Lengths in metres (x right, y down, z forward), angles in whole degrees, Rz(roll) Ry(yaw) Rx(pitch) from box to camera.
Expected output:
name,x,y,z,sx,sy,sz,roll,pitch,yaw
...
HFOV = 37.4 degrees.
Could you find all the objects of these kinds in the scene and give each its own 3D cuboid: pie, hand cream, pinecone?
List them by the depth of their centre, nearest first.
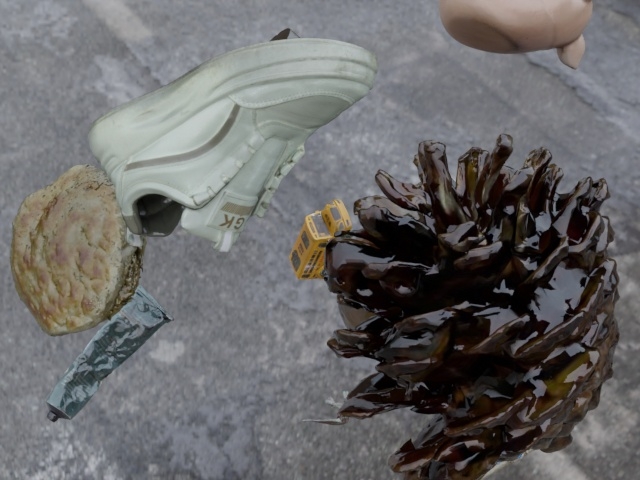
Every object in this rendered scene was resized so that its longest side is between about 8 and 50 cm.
name,x,y,z,sx,sy,sz,roll,pitch,yaw
pinecone,0.124,0.056,0.790,0.242,0.296,0.298,-5,14,15
pie,-0.263,0.010,1.027,0.163,0.079,0.193,-3,71,16
hand cream,-0.339,0.187,1.493,0.248,0.075,0.052,-48,28,-17

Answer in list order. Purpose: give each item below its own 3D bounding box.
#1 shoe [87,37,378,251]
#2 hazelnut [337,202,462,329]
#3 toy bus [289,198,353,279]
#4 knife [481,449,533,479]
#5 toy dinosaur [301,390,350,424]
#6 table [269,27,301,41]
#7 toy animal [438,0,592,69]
name,x,y,z,sx,sy,sz,roll,pitch,yaw
shoe,-0.083,-0.072,0.876,0.124,0.316,0.159,6,74,-54
hazelnut,0.233,0.096,1.697,0.409,0.359,0.359,21,46,21
toy bus,0.000,0.000,1.676,0.074,0.162,0.069,-5,55,-26
knife,0.185,0.359,1.361,0.365,0.043,0.089,-32,39,-3
toy dinosaur,0.062,0.245,1.414,0.220,0.108,0.032,-10,91,-34
table,-0.081,-0.301,1.628,0.043,0.133,0.133,39,42,-21
toy animal,0.316,-0.377,1.529,0.250,0.166,0.154,3,64,2
